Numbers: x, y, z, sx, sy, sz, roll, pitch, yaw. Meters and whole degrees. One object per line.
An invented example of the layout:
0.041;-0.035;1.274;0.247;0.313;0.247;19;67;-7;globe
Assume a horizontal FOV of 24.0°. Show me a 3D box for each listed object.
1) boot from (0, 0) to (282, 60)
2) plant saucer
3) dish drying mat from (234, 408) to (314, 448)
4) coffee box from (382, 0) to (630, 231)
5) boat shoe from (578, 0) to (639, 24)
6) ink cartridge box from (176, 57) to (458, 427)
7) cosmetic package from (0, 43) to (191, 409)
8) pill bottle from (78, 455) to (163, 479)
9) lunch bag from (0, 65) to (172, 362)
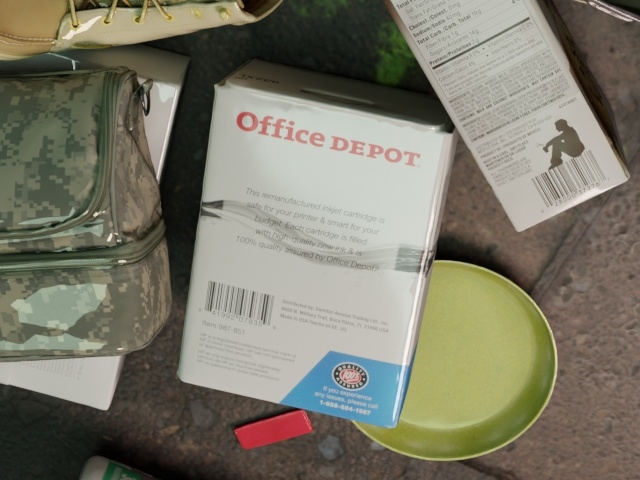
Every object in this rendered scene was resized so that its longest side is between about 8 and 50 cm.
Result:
-0.165;-0.215;1.300;0.203;0.262;0.095;-3;96;34;boot
0.127;0.121;1.583;0.241;0.037;0.241;3;115;5;plant saucer
-0.052;0.208;1.658;0.083;0.008;0.032;-17;113;12;dish drying mat
0.157;-0.182;1.363;0.119;0.168;0.297;-27;109;17;coffee box
0.343;-0.228;1.364;0.285;0.092;0.103;11;116;0;boat shoe
0.000;0.000;1.460;0.223;0.129;0.307;12;111;8;ink cartridge box
-0.309;-0.037;1.516;0.284;0.097;0.377;14;116;-4;cosmetic package
-0.124;0.391;1.645;0.361;0.204;0.204;22;116;-6;pill bottle
-0.296;-0.029;1.363;0.305;0.212;0.256;-2;98;6;lunch bag
